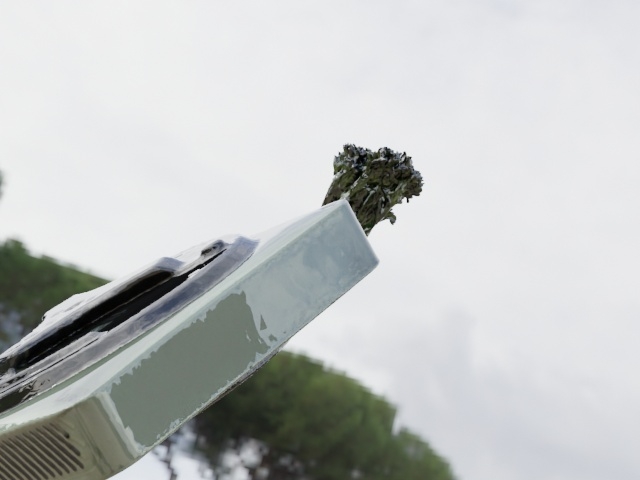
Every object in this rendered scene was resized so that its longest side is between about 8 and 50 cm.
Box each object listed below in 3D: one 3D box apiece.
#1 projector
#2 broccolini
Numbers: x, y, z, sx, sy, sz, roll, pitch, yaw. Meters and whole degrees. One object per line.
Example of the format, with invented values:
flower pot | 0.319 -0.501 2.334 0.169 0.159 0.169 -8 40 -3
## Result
projector | -0.128 0.073 0.987 0.257 0.259 0.079 -23 -79 44
broccolini | 0.008 0.007 1.351 0.058 0.201 0.074 33 -1 -40
